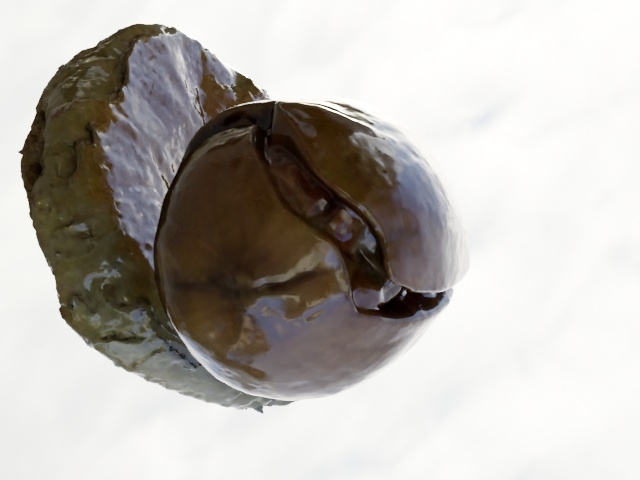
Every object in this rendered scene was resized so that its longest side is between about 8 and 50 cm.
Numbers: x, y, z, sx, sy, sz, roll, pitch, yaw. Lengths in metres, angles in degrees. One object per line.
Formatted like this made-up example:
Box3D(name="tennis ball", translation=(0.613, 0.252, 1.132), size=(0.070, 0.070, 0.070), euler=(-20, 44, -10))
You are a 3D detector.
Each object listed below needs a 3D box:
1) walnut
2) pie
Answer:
Box3D(name="walnut", translation=(0.000, 0.000, 1.305), size=(0.209, 0.209, 0.336), euler=(-44, 172, 10))
Box3D(name="pie", translation=(-0.094, -0.020, 1.488), size=(0.083, 0.339, 0.339), euler=(-32, -152, 33))
